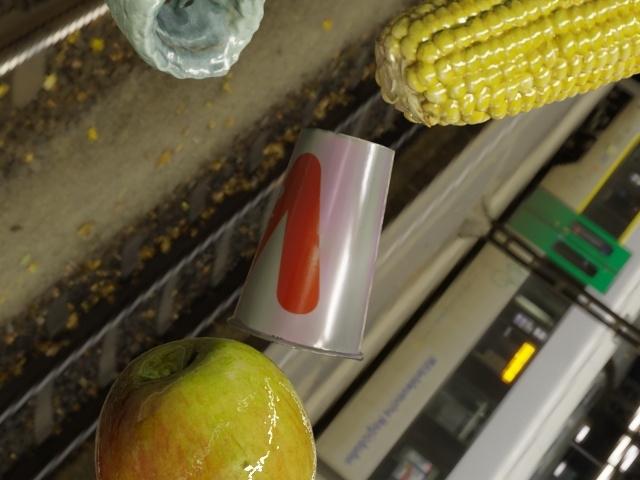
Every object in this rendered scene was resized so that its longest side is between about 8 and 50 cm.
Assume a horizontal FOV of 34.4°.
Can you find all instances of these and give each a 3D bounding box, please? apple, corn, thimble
[{"bbox_3d":[-0.099,0.176,0.875,0.196,0.196,0.196,-49,168,-14],"label":"apple"},{"bbox_3d":[0.151,-0.125,0.571,0.248,0.081,0.081,-19,162,-7],"label":"corn"},{"bbox_3d":[-0.189,-0.344,1.439,0.205,0.172,0.250,-39,154,4],"label":"thimble"}]

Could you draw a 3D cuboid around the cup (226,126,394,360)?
[{"bbox_3d":[0.000,0.000,1.419,0.203,0.203,0.288,9,97,-77],"label":"cup"}]
